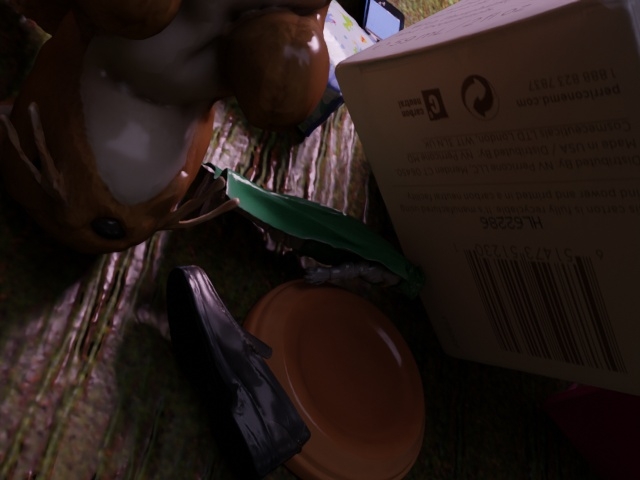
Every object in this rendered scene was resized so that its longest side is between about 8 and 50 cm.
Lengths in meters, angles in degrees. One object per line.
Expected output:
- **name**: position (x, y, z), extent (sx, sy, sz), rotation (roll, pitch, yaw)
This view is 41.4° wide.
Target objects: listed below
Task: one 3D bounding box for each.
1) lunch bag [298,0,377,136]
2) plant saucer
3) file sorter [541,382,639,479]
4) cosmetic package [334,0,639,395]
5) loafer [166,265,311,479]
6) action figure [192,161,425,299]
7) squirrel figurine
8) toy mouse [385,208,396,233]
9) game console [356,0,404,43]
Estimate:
- **lunch bag**: position (-0.005, -0.207, 0.912), extent (0.129, 0.096, 0.151), rotation (45, 49, -7)
- **plant saucer**: position (0.021, 0.119, 0.733), extent (0.199, 0.037, 0.200), rotation (24, 46, -28)
- **file sorter**: position (0.422, 0.161, 0.851), extent (0.202, 0.290, 0.182), rotation (50, 57, -1)
- **cosmetic package**: position (0.295, -0.106, 0.780), extent (0.393, 0.329, 0.328), rotation (-33, 109, -30)
- **loafer**: position (-0.065, 0.094, 0.645), extent (0.061, 0.062, 0.170), rotation (-21, 86, -35)
- **action figure**: position (0.000, 0.000, 0.762), extent (0.232, 0.064, 0.137), rotation (24, 12, -21)
- **squirrel figurine**: position (-0.120, -0.190, 0.626), extent (0.281, 0.371, 0.397), rotation (13, 28, -36)
- **toy mouse**: position (0.114, -0.019, 0.931), extent (0.161, 0.031, 0.143), rotation (-9, 68, -47)
- **game console**: position (0.082, -0.305, 1.088), extent (0.107, 0.071, 0.122), rotation (32, 44, -21)
